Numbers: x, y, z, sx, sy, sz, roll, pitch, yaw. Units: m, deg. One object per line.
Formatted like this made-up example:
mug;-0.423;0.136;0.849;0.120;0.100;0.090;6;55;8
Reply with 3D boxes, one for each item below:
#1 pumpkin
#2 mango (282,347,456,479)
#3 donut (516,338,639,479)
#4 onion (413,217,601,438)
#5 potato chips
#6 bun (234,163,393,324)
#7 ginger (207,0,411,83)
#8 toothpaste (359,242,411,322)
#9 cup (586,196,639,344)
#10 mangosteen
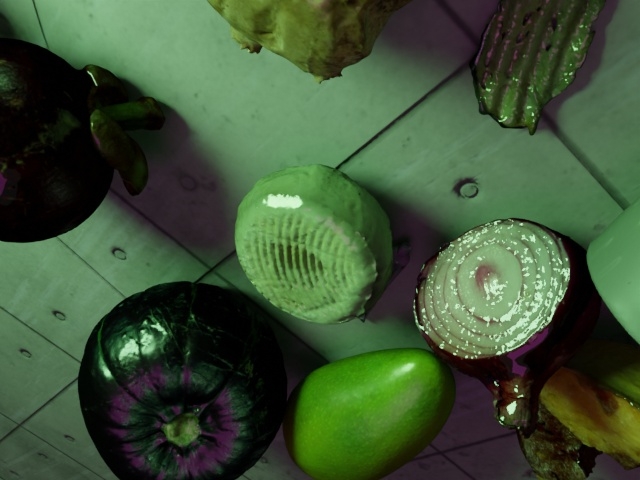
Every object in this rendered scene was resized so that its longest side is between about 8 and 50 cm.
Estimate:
pumpkin;-0.199;0.205;0.860;0.315;0.238;0.315;0;113;-1
mango;0.064;0.248;0.844;0.192;0.156;0.343;28;132;-14
donut;0.318;0.195;0.710;0.151;0.112;0.295;51;154;21
onion;0.202;0.096;0.609;0.195;0.218;0.140;-22;146;29
potato chips;0.188;-0.183;0.489;0.092;0.028;0.207;19;136;4
bun;0.000;0.000;0.672;0.195;0.118;0.195;13;129;17
ginger;-0.081;-0.287;0.419;0.375;0.166;0.236;30;144;-13
toothpaste;0.072;0.054;0.754;0.045;0.028;0.170;33;138;1
cup;0.402;-0.004;0.484;0.258;0.186;0.234;10;133;-28
mangosteen;-0.307;-0.115;0.648;0.265;0.228;0.228;-14;131;-8
